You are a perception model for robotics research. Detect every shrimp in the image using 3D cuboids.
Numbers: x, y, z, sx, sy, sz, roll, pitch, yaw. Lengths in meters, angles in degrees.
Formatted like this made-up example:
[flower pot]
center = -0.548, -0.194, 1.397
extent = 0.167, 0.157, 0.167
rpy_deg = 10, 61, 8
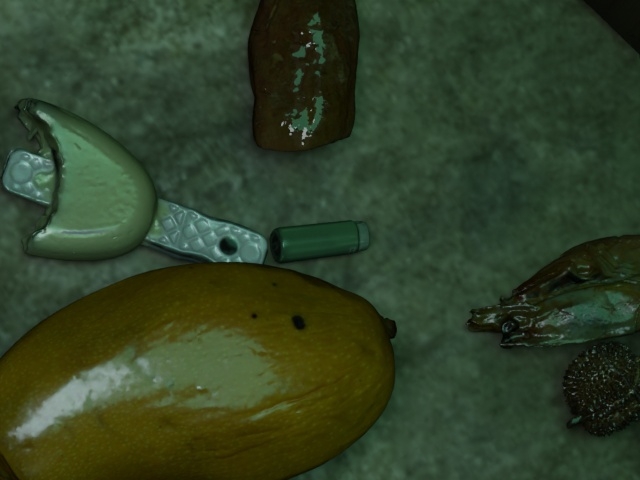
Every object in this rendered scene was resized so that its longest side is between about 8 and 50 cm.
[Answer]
[shrimp]
center = 0.229, 0.047, 1.700
extent = 0.217, 0.115, 0.051
rpy_deg = -16, 125, -10

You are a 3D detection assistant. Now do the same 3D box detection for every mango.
[mango]
center = -0.107, 0.111, 1.521
extent = 0.359, 0.144, 0.187
rpy_deg = -5, 75, -18

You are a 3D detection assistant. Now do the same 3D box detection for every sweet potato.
[sweet potato]
center = -0.014, -0.183, 1.668
extent = 0.097, 0.097, 0.251
rpy_deg = 10, 68, -17

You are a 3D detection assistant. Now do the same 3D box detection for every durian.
[durian]
center = 0.246, 0.130, 1.676
extent = 0.091, 0.080, 0.080
rpy_deg = -39, 90, -14

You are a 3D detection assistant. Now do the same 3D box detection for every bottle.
[bottle]
center = 0.000, 0.000, 1.649
extent = 0.083, 0.030, 0.030
rpy_deg = -7, 78, -22

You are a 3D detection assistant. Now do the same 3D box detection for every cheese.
[cheese]
center = -0.154, -0.025, 1.591
extent = 0.235, 0.050, 0.127
rpy_deg = 20, 67, -15

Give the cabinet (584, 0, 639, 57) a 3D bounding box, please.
[cabinet]
center = 0.298, -0.314, 1.778
extent = 0.215, 0.148, 0.175
rpy_deg = 45, 67, 1
